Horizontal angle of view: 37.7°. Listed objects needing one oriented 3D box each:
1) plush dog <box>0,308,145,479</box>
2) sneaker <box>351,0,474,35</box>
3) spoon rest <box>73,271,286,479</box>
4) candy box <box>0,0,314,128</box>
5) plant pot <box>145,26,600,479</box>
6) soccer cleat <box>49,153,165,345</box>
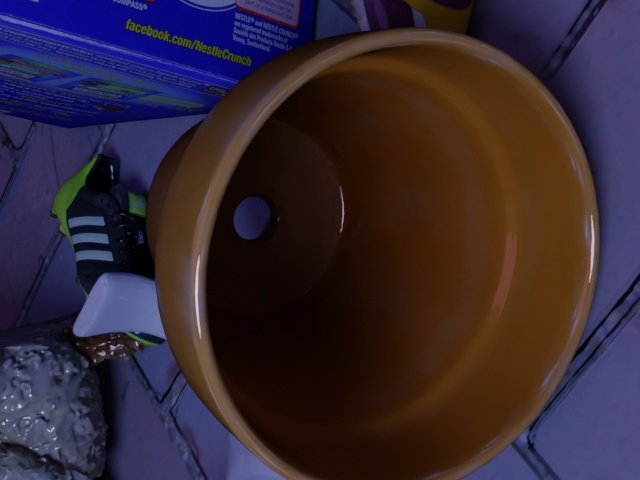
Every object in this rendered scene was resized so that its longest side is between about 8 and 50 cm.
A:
[{"bbox_3d":[-0.225,0.184,0.717,0.262,0.210,0.225,-169,70,-73],"label":"plush dog"},{"bbox_3d":[0.067,-0.171,0.499,0.084,0.069,0.186,-7,82,50],"label":"sneaker"},{"bbox_3d":[-0.045,0.127,0.594,0.276,0.084,0.137,47,121,22],"label":"spoon rest"},{"bbox_3d":[-0.203,-0.162,0.631,0.317,0.268,0.122,2,85,45],"label":"candy box"},{"bbox_3d":[0.000,0.000,0.478,0.188,0.205,0.205,18,99,61],"label":"plant pot"},{"bbox_3d":[-0.155,0.003,0.720,0.072,0.060,0.179,-48,54,16],"label":"soccer cleat"}]
